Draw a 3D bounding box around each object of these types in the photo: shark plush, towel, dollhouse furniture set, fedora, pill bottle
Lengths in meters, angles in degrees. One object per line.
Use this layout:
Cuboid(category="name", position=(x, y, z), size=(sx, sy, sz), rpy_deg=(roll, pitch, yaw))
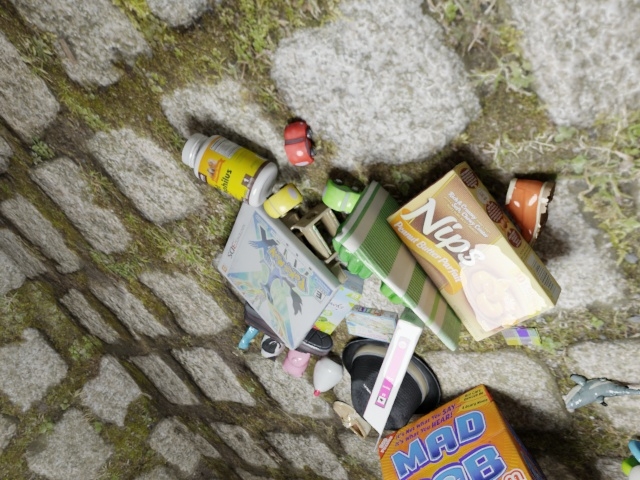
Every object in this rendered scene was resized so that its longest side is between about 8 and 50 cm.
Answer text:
Cuboid(category="shark plush", position=(0.664, 0.367, 1.155), size=(0.161, 0.067, 0.073), rpy_deg=(-7, 123, 36))
Cuboid(category="towel", position=(0.184, 0.042, 1.033), size=(0.325, 0.248, 0.038), rpy_deg=(45, 127, -9))
Cuboid(category="dollhouse furniture set", position=(0.000, 0.000, 1.248), size=(0.161, 0.101, 0.182), rpy_deg=(13, 139, 57))
Cuboid(category="fedora", position=(0.188, 0.451, 1.466), size=(0.334, 0.152, 0.334), rpy_deg=(17, 135, 18))
Cuboid(category="towel", position=(0.485, 0.233, 1.189), size=(0.083, 0.009, 0.060), rpy_deg=(-7, 122, 37))
Cuboid(category="pill bottle", position=(-0.219, -0.175, 1.179), size=(0.215, 0.117, 0.117), rpy_deg=(27, 137, 8))

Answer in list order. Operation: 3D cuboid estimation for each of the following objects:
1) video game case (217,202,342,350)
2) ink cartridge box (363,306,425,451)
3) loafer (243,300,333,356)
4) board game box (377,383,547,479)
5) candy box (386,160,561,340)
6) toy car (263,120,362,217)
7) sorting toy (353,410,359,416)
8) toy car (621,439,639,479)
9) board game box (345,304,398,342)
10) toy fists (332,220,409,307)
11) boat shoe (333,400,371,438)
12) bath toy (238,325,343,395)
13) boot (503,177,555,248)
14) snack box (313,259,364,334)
Cuboid(category="video game case", position=(-0.123, 0.090, 1.281), size=(0.329, 0.036, 0.300), rpy_deg=(45, 134, 15))
Cuboid(category="ink cartridge box", position=(0.186, 0.330, 1.239), size=(0.069, 0.176, 0.371), rpy_deg=(19, 110, 15))
Cuboid(category="loafer", position=(-0.103, 0.274, 1.511), size=(0.302, 0.109, 0.095), rpy_deg=(28, 124, 12))
Cuboid(category="board game box", position=(0.413, 0.690, 1.295), size=(0.356, 0.356, 0.356), rpy_deg=(-33, 109, 11))
Cuboid(category="candy box", position=(0.302, 0.025, 0.985), size=(0.183, 0.087, 0.316), rpy_deg=(-38, 85, 39))
Cuboid(category="toy car", position=(-0.009, -0.121, 1.098), size=(0.225, 0.053, 0.239), rpy_deg=(24, 115, 7))
Cuboid(category="sorting toy", position=(0.153, 0.569, 1.679), size=(0.075, 0.045, 0.083), rpy_deg=(10, 132, 15))
Cuboid(category="toy car", position=(0.821, 0.530, 1.169), size=(0.182, 0.159, 0.136), rpy_deg=(-2, 92, 34))
Cuboid(category="board game box", position=(0.146, 0.236, 1.390), size=(0.154, 0.026, 0.103), rpy_deg=(8, 131, 26))
Cuboid(category="toy fists", position=(0.152, 0.054, 1.137), size=(0.279, 0.142, 0.096), rpy_deg=(37, 138, -2))
Cuboid(category="boat shoe", position=(0.109, 0.643, 1.756), size=(0.170, 0.059, 0.063), rpy_deg=(41, 137, -7))
Cuboid(category="bath toy", position=(-0.094, 0.380, 1.592), size=(0.348, 0.129, 0.151), rpy_deg=(28, 173, 11))
Cuboid(category="boot", position=(0.398, -0.051, 0.960), size=(0.084, 0.059, 0.158), rpy_deg=(18, 132, 30))
Cuboid(category="snack box", position=(-0.005, 0.151, 1.336), size=(0.174, 0.070, 0.207), rpy_deg=(23, 132, -9))
